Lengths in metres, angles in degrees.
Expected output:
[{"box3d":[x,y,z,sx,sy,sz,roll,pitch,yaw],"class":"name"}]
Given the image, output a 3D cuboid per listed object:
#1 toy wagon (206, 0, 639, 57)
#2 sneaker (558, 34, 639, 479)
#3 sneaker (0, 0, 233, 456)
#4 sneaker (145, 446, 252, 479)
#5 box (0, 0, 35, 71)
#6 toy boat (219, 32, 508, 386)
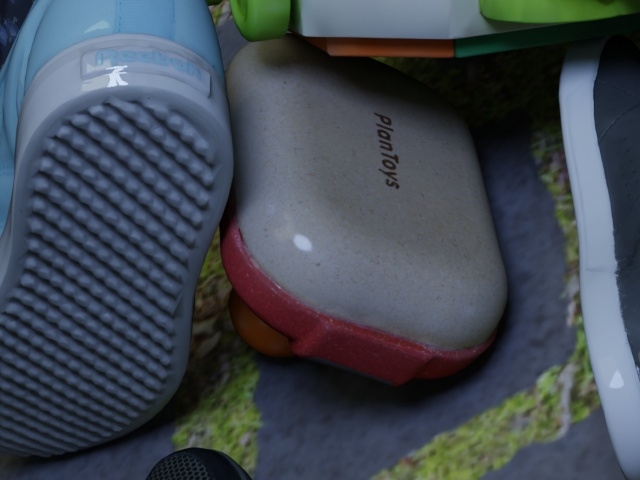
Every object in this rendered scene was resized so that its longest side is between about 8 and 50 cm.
[{"box3d":[0.079,-0.144,0.948,0.267,0.068,0.344,-10,18,-15],"class":"toy wagon"},{"box3d":[0.190,-0.014,0.833,0.147,0.104,0.295,-13,34,12],"class":"sneaker"},{"box3d":[-0.122,-0.016,0.971,0.366,0.135,0.150,123,152,-48],"class":"sneaker"},{"box3d":[-0.089,0.171,0.863,0.087,0.130,0.227,-17,41,28],"class":"sneaker"},{"box3d":[-0.293,-0.246,1.326,0.097,0.318,0.395,-24,40,25],"class":"box"},{"box3d":[0.000,0.000,0.975,0.151,0.151,0.231,-56,25,34],"class":"toy boat"}]
